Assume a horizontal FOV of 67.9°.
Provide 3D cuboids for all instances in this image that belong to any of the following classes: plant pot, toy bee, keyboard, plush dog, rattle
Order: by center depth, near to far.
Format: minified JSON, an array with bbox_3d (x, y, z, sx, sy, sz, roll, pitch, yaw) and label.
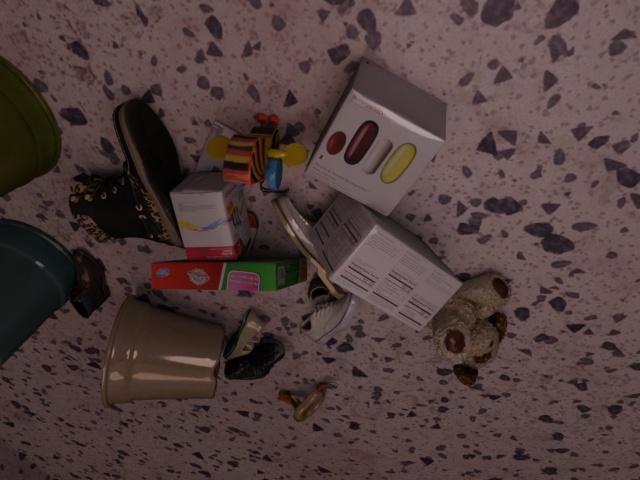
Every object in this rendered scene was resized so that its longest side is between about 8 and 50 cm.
[{"bbox_3d":[-0.135,-0.187,0.981,0.195,0.298,0.162,5,93,-14],"label":"toy bee"},{"bbox_3d":[-0.846,-0.197,1.033,0.366,0.353,0.367,8,131,9],"label":"plant pot"},{"bbox_3d":[-0.260,-0.170,1.135,0.072,0.014,0.256,25,132,-14],"label":"keyboard"},{"bbox_3d":[0.365,0.229,1.202,0.225,0.262,0.210,55,156,-18],"label":"plush dog"},{"bbox_3d":[-0.945,0.174,1.391,0.340,0.334,0.341,7,132,8],"label":"plant pot"},{"bbox_3d":[-0.459,0.353,1.460,0.305,0.334,0.334,9,133,-9],"label":"plant pot"},{"bbox_3d":[-0.044,0.522,1.658,0.130,0.143,0.200,6,123,-34],"label":"rattle"}]

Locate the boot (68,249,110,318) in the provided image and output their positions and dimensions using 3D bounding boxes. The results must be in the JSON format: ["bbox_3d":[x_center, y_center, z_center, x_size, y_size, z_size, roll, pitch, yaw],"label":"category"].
[{"bbox_3d":[-0.717,0.136,1.449,0.082,0.106,0.219,4,131,11],"label":"boot"}]

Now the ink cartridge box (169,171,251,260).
[{"bbox_3d":[-0.250,-0.060,1.112,0.127,0.128,0.176,-1,119,12],"label":"ink cartridge box"}]

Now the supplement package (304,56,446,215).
[{"bbox_3d":[0.107,-0.196,0.923,0.194,0.149,0.203,26,132,-8],"label":"supplement package"}]

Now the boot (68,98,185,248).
[{"bbox_3d":[-0.473,-0.139,1.137,0.284,0.138,0.378,0,131,17],"label":"boot"}]

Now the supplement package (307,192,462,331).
[{"bbox_3d":[0.133,0.037,1.027,0.261,0.204,0.145,33,105,-27],"label":"supplement package"}]

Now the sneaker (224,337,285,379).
[{"bbox_3d":[-0.200,0.394,1.563,0.267,0.101,0.106,-29,137,34],"label":"sneaker"}]

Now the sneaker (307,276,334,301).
[{"bbox_3d":[0.050,0.120,1.261,0.188,0.071,0.066,-22,121,30],"label":"sneaker"}]

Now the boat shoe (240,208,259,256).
[{"bbox_3d":[-0.189,-0.019,1.223,0.049,0.043,0.137,17,131,2],"label":"boat shoe"}]

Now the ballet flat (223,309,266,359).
[{"bbox_3d":[-0.235,0.313,1.494,0.086,0.086,0.248,26,132,-8],"label":"ballet flat"}]

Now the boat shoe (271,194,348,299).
[{"bbox_3d":[0.000,0.000,1.159,0.103,0.113,0.302,-35,110,5],"label":"boat shoe"}]

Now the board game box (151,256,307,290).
[{"bbox_3d":[-0.217,0.079,1.194,0.316,0.242,0.064,-1,91,16],"label":"board game box"}]

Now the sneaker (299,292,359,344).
[{"bbox_3d":[0.020,0.212,1.332,0.091,0.094,0.258,25,132,-13],"label":"sneaker"}]
